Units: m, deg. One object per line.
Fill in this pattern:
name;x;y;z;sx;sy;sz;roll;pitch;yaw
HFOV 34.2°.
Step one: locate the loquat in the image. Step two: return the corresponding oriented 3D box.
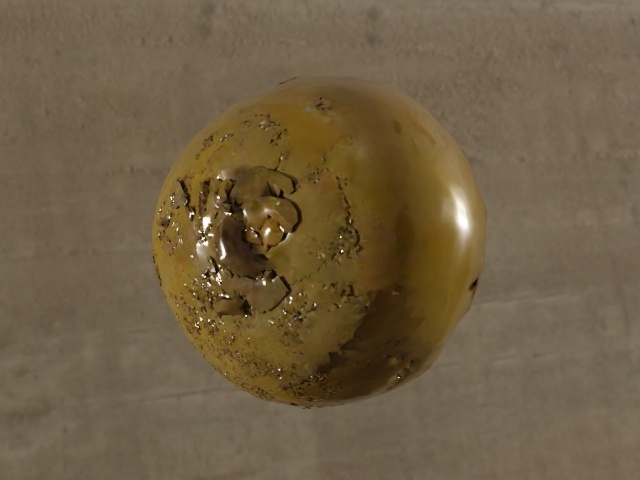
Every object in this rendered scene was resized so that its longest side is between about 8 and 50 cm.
loquat;0.000;0.000;0.716;0.235;0.235;0.235;-9;-15;-2
